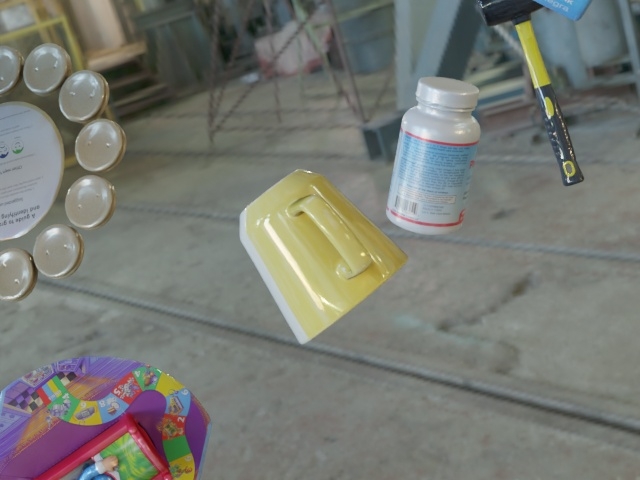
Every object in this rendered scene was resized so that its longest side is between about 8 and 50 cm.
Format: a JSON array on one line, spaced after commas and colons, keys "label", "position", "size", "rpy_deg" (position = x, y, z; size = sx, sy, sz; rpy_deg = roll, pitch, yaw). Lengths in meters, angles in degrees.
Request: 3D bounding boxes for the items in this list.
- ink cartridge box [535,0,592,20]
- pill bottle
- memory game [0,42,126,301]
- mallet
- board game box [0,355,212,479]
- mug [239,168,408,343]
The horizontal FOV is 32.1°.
[{"label": "ink cartridge box", "position": [0.202, -0.322, 0.701], "size": [0.223, 0.129, 0.307], "rpy_deg": [-58, -5, -20]}, {"label": "pill bottle", "position": [0.126, -0.093, 1.218], "size": [0.087, 0.160, 0.087], "rpy_deg": [8, 22, -3]}, {"label": "memory game", "position": [-0.213, -0.048, 0.763], "size": [0.186, 0.186, 0.012], "rpy_deg": [-11, -15, 20]}, {"label": "mallet", "position": [0.179, -0.137, 0.954], "size": [0.062, 0.190, 0.039], "rpy_deg": [-10, 3, 15]}, {"label": "board game box", "position": [-0.136, 0.156, 0.677], "size": [0.133, 0.169, 0.033], "rpy_deg": [10, 10, -21]}, {"label": "mug", "position": [0.001, 0.000, 0.497], "size": [0.062, 0.064, 0.078], "rpy_deg": [-37, -1, -46]}]
